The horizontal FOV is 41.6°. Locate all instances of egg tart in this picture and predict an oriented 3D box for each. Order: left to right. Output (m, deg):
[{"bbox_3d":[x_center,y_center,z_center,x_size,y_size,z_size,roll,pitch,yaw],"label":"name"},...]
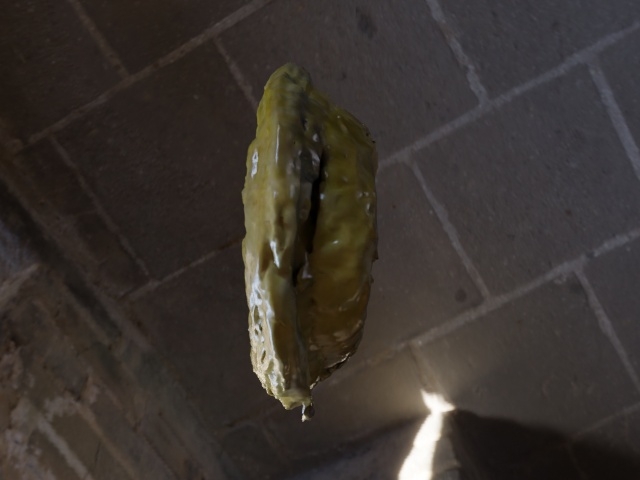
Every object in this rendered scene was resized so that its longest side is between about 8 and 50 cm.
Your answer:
[{"bbox_3d":[0.000,0.000,0.652,0.095,0.279,0.278,1,111,5],"label":"egg tart"}]
